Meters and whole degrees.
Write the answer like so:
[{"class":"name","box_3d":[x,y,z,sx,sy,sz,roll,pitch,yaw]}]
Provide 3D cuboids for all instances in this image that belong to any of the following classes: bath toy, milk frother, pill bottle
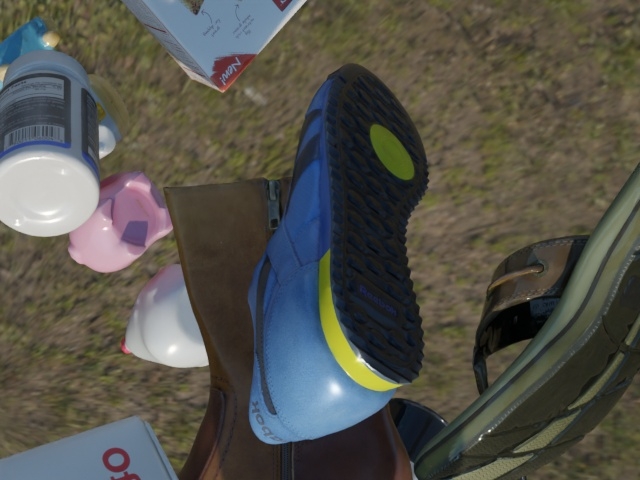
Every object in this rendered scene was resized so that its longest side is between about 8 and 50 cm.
[{"class":"bath toy","box_3d":[-0.202,-0.032,1.279,0.151,0.129,0.348,-40,103,-45]},{"class":"milk frother","box_3d":[0.096,0.236,1.274,0.129,0.143,0.135,52,54,-29]},{"class":"pill bottle","box_3d":[-0.199,-0.074,0.998,0.078,0.078,0.137,7,39,-15]}]

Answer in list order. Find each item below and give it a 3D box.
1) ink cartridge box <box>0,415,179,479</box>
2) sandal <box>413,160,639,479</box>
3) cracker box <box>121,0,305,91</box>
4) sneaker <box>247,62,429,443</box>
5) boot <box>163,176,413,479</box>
[{"class":"ink cartridge box","box_3d":[-0.087,0.110,0.363,0.122,0.052,0.088,-17,55,-22]},{"class":"sandal","box_3d":[0.157,0.032,0.851,0.086,0.120,0.303,37,94,35]},{"class":"cracker box","box_3d":[-0.117,-0.269,1.245,0.156,0.067,0.232,-50,129,-10]},{"class":"sneaker","box_3d":[0.000,0.000,0.623,0.069,0.082,0.209,37,36,-26]},{"class":"boot","box_3d":[-0.076,0.101,0.924,0.264,0.096,0.280,-9,90,13]}]
